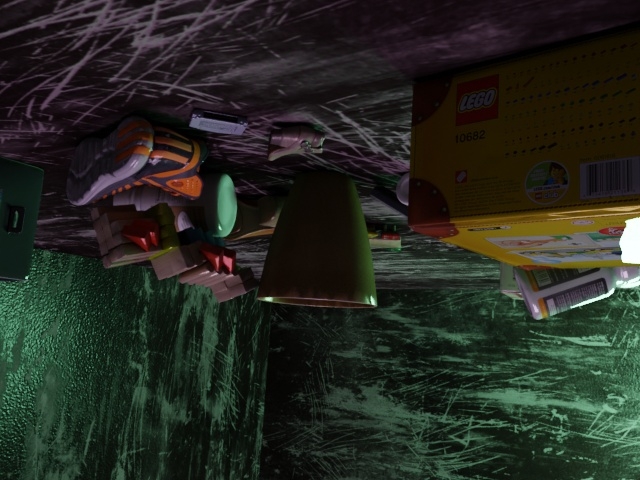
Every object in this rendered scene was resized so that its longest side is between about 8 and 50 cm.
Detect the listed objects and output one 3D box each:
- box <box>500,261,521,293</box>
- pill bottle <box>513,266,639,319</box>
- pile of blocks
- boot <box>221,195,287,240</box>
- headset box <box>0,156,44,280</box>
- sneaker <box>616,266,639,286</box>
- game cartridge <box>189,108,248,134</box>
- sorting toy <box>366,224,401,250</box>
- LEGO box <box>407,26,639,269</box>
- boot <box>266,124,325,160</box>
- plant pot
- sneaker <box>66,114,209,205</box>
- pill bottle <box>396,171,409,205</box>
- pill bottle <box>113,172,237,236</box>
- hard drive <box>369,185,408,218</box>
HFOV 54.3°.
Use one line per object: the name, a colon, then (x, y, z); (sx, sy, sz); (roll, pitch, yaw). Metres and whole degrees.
box: (0.644, 0.103, 1.949); (0.126, 0.149, 0.232); (0, 169, 26)
pill bottle: (0.662, 0.090, 1.626); (0.278, 0.162, 0.162); (-21, 165, 11)
pile of blocks: (-0.237, 0.007, 1.159); (0.112, 0.149, 0.362); (-21, 149, 34)
boot: (-0.104, -0.053, 1.506); (0.220, 0.109, 0.283); (7, 164, -43)
headset box: (-0.730, -0.041, 1.323); (0.282, 0.247, 0.131); (-4, 168, 32)
sneaker: (0.832, 0.068, 1.758); (0.304, 0.114, 0.152); (4, 172, -4)
game cartridge: (-0.157, -0.180, 0.953); (0.083, 0.017, 0.056); (7, 167, -18)
sorting toy: (0.158, -0.015, 1.736); (0.132, 0.046, 0.274); (3, 171, 8)
LEGO box: (0.411, -0.088, 0.735); (0.499, 0.193, 0.372); (-4, 168, 39)
boot: (-0.040, -0.152, 1.001); (0.086, 0.042, 0.118); (3, 171, -9)
plant pot: (0.000, 0.000, 1.246); (0.236, 0.255, 0.237); (3, 170, 1)
sneaker: (-0.311, -0.112, 1.088); (0.180, 0.125, 0.321); (14, 167, -42)
pill bottle: (0.203, -0.089, 1.209); (0.065, 0.065, 0.116); (-4, 168, 41)
pill bottle: (-0.300, -0.074, 1.292); (0.229, 0.131, 0.131); (2, 170, 12)
hard drive: (0.169, -0.065, 1.242); (0.135, 0.022, 0.094); (32, -167, 11)
